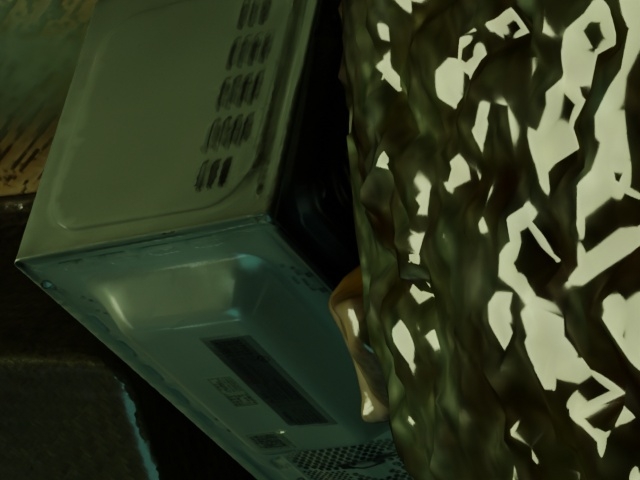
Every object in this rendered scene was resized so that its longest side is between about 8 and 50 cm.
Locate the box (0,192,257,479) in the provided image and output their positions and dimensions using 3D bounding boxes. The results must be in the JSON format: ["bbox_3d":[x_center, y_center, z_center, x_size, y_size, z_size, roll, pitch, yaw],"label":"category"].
[{"bbox_3d":[-0.112,0.125,0.908,0.184,0.143,0.273,-4,120,21],"label":"box"}]

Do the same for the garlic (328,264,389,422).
[{"bbox_3d":[0.141,-0.033,0.637,0.318,0.112,0.143,-35,166,2],"label":"garlic"}]

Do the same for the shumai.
[{"bbox_3d":[0.205,-0.084,0.429,0.348,0.395,0.395,-4,157,-22],"label":"shumai"}]

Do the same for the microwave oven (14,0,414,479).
[{"bbox_3d":[0.000,0.000,0.751,0.122,0.162,0.208,-10,142,30],"label":"microwave oven"}]
